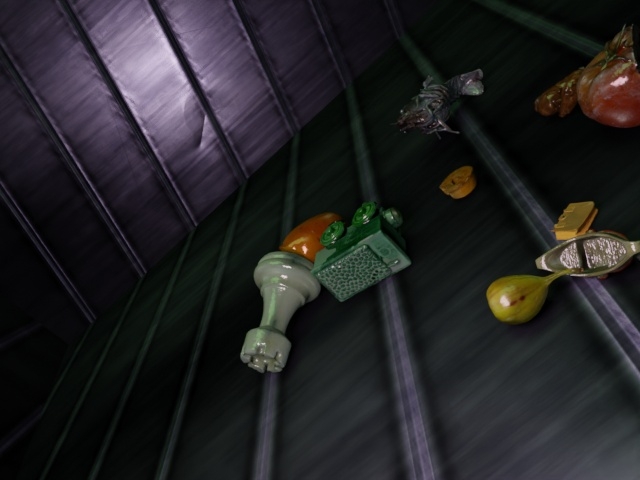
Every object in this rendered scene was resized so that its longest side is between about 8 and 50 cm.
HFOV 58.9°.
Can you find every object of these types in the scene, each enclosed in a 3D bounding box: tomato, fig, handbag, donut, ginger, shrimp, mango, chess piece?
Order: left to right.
[{"bbox_3d":[-0.117,0.197,1.529,0.195,0.194,0.299,-23,38,40],"label":"chess piece"},{"bbox_3d":[0.000,0.000,1.704,0.138,0.187,0.257,27,53,21],"label":"mango"},{"bbox_3d":[0.371,-0.426,1.775,0.166,0.221,0.410,8,37,34],"label":"shrimp"},{"bbox_3d":[0.368,-0.151,1.489,0.097,0.043,0.108,-40,21,9],"label":"donut"},{"bbox_3d":[0.379,0.098,0.996,0.166,0.093,0.093,-14,33,21],"label":"fig"},{"bbox_3d":[0.612,-0.360,1.417,0.162,0.073,0.103,-35,9,35],"label":"ginger"},{"bbox_3d":[0.494,-0.039,1.099,0.083,0.027,0.061,-51,23,-23],"label":"handbag"},{"bbox_3d":[0.629,-0.330,1.203,0.155,0.181,0.214,-31,21,43],"label":"tomato"}]

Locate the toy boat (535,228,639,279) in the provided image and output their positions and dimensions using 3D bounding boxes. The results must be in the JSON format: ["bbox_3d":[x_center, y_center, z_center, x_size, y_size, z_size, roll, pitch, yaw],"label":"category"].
[{"bbox_3d":[0.462,0.024,0.960,0.071,0.089,0.185,-4,-9,-38],"label":"toy boat"}]

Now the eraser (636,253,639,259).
[{"bbox_3d":[0.541,0.036,0.895,0.027,0.019,0.099,-28,24,1],"label":"eraser"}]

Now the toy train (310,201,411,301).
[{"bbox_3d":[0.106,0.019,1.500,0.266,0.145,0.202,-32,28,27],"label":"toy train"}]
